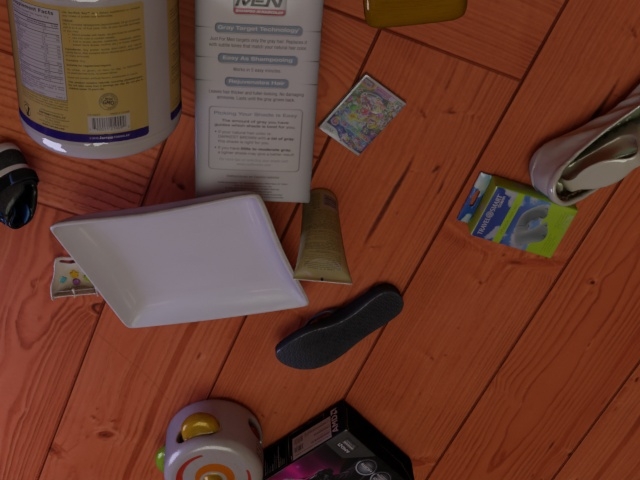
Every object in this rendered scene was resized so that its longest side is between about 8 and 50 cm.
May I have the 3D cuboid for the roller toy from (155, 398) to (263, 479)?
[{"bbox_3d":[-0.203,0.416,2.087,0.191,0.146,0.209,22,120,-17],"label":"roller toy"}]

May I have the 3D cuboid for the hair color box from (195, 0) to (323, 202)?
[{"bbox_3d":[-0.099,-0.245,1.665,0.185,0.114,0.375,2,125,-4],"label":"hair color box"}]

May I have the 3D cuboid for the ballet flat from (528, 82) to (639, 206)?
[{"bbox_3d":[0.522,-0.173,1.735,0.400,0.139,0.139,-32,120,17],"label":"ballet flat"}]

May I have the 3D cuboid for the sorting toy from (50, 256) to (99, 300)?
[{"bbox_3d":[-0.433,0.061,1.900,0.083,0.045,0.075,-5,117,1],"label":"sorting toy"}]

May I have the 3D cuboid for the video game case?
[{"bbox_3d":[0.068,-0.204,1.762,0.087,0.011,0.122,33,117,-23],"label":"video game case"}]

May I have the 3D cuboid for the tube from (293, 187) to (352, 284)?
[{"bbox_3d":[0.000,0.000,1.758,0.070,0.240,0.062,-31,118,16],"label":"tube"}]

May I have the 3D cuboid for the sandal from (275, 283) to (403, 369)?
[{"bbox_3d":[0.035,0.157,1.989,0.254,0.054,0.097,-28,129,4],"label":"sandal"}]

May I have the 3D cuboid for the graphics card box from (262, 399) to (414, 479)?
[{"bbox_3d":[-0.022,0.500,2.187,0.371,0.094,0.233,-35,119,18],"label":"graphics card box"}]

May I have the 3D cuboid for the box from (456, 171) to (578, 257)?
[{"bbox_3d":[0.338,-0.043,1.866,0.178,0.042,0.109,15,122,-14],"label":"box"}]

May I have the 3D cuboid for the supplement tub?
[{"bbox_3d":[-0.318,-0.309,1.532,0.241,0.241,0.331,1,124,-4],"label":"supplement tub"}]

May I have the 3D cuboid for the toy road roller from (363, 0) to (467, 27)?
[{"bbox_3d":[0.116,-0.433,1.427,0.202,0.241,0.329,-7,154,1],"label":"toy road roller"}]

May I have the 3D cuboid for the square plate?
[{"bbox_3d":[-0.223,0.032,1.819,0.347,0.049,0.344,-8,146,10],"label":"square plate"}]

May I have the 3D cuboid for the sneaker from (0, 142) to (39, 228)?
[{"bbox_3d":[-0.536,-0.043,1.764,0.079,0.121,0.217,1,135,-53],"label":"sneaker"}]
